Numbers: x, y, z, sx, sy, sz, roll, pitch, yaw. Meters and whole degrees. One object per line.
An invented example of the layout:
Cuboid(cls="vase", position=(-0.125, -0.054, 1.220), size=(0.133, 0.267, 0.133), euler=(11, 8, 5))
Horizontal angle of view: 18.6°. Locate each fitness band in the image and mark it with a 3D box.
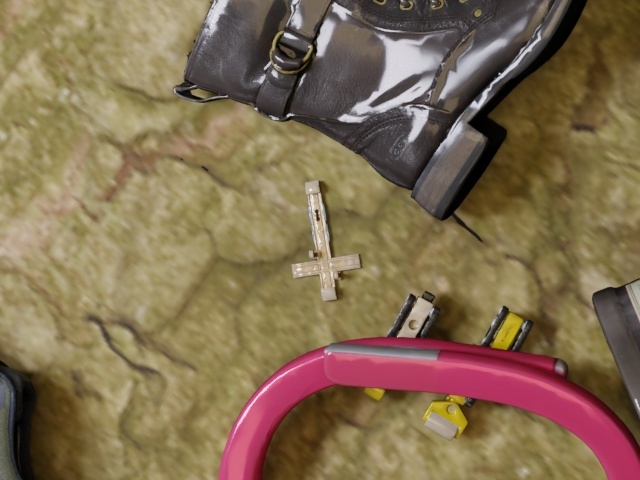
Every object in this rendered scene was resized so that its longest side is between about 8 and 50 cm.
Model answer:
Cuboid(cls="fitness band", position=(0.074, 0.171, 1.290), size=(0.291, 0.054, 0.209), euler=(6, 103, 11))

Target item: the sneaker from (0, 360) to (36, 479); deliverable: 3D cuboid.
Cuboid(cls="sneaker", position=(-0.268, 0.103, 1.357), size=(0.121, 0.111, 0.300), euler=(-30, 88, -2))

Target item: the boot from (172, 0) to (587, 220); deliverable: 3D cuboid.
Cuboid(cls="boot", position=(0.044, -0.162, 1.305), size=(0.229, 0.091, 0.263), euler=(33, 96, 10))

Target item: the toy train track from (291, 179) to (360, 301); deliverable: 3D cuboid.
Cuboid(cls="toy train track", position=(0.000, 0.000, 1.345), size=(0.048, 0.014, 0.083), euler=(-10, 86, 10))

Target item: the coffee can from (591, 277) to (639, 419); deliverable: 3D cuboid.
Cuboid(cls="coffee can", position=(0.331, 0.071, 1.186), size=(0.275, 0.201, 0.201), euler=(-24, 84, 9))

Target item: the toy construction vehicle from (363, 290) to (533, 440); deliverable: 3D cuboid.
Cuboid(cls="toy construction vehicle", position=(0.085, 0.078, 1.321), size=(0.086, 0.035, 0.098), euler=(27, 95, -1))
